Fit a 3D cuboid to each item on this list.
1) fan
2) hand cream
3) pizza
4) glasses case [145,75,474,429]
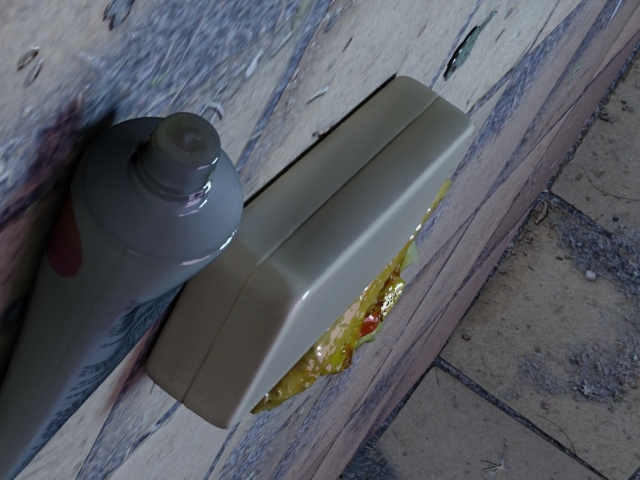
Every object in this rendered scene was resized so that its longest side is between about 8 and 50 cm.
[{"bbox_3d":[0.136,-0.179,1.745,0.083,0.004,0.056,-51,171,-25],"label":"fan"},{"bbox_3d":[-0.116,0.036,0.979,0.124,0.077,0.341,-50,179,-37],"label":"hand cream"},{"bbox_3d":[0.036,0.057,1.876,0.280,0.075,0.287,-54,172,-1],"label":"pizza"},{"bbox_3d":[0.000,0.000,1.413,0.336,0.076,0.144,-44,165,-56],"label":"glasses case"}]
